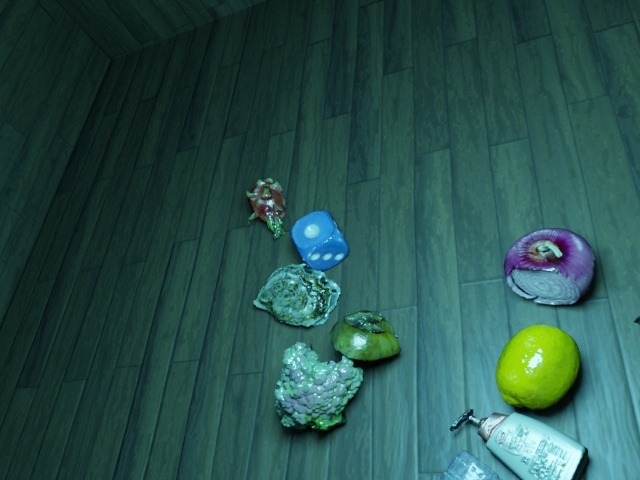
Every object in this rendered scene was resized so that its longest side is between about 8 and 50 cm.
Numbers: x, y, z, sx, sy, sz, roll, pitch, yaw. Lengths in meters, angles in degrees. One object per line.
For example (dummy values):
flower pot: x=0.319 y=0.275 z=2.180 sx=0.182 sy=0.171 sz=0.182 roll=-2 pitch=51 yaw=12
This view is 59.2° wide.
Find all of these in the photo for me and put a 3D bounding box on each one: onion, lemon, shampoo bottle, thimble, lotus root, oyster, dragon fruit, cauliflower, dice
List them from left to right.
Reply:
dragon fruit: x=-0.188 y=-0.109 z=1.979 sx=0.137 sy=0.135 sz=0.236 roll=-11 pitch=71 yaw=15
oyster: x=-0.075 y=0.167 z=1.744 sx=0.267 sy=0.112 sz=0.199 roll=20 pitch=91 yaw=29
cauliflower: x=-0.028 y=0.374 z=1.525 sx=0.257 sy=0.238 sz=0.315 roll=-64 pitch=25 yaw=20
dice: x=0.000 y=0.000 z=1.779 sx=0.146 sy=0.146 sz=0.143 roll=-31 pitch=51 yaw=6
lotus root: x=0.125 y=0.240 z=1.514 sx=0.183 sy=0.203 sz=0.078 roll=33 pitch=123 yaw=43
thimble: x=0.338 y=0.535 z=1.217 sx=0.098 sy=0.150 sz=0.150 roll=-49 pitch=49 yaw=-9
shampoo bottle: x=0.436 y=0.461 z=1.267 sx=0.284 sy=0.071 sz=0.153 roll=23 pitch=74 yaw=41
lemon: x=0.495 y=0.291 z=1.288 sx=0.170 sy=0.170 sz=0.207 roll=26 pitch=75 yaw=39
onion: x=0.575 y=0.054 z=1.410 sx=0.207 sy=0.200 sz=0.201 roll=-31 pitch=39 yaw=52

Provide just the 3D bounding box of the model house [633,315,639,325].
model house: x=0.821 y=0.213 z=1.124 sx=0.190 sy=0.271 sz=0.301 roll=-44 pitch=64 yaw=10
